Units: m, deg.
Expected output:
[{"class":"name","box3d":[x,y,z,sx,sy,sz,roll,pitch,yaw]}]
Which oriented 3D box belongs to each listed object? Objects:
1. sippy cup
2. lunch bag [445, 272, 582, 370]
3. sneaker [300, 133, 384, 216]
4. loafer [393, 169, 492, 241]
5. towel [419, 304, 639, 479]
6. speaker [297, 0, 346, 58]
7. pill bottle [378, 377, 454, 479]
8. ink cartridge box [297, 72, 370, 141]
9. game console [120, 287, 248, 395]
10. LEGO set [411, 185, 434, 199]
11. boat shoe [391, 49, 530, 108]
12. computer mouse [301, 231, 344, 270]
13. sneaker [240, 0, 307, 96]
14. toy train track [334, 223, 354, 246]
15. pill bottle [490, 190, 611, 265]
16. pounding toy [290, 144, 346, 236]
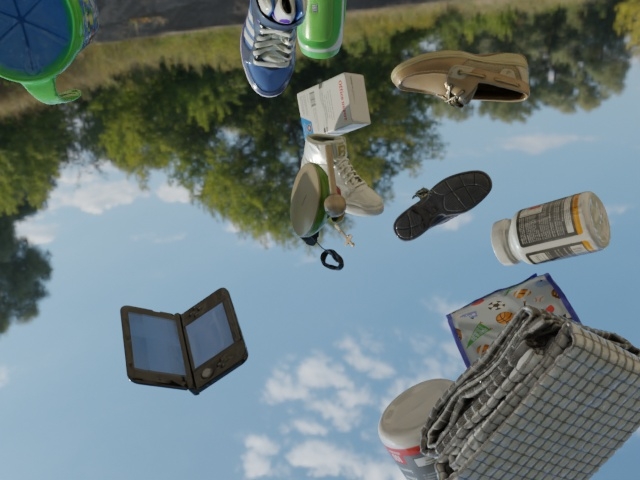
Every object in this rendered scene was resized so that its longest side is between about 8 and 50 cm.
[{"class":"sippy cup","box3d":[-0.557,-0.449,1.337,0.240,0.306,0.224,26,-159,-9]},{"class":"lunch bag","box3d":[0.544,0.296,1.783,0.327,0.239,0.386,-25,-131,8]},{"class":"sneaker","box3d":[0.058,-0.190,1.833,0.292,0.169,0.108,31,-138,29]},{"class":"loafer","box3d":[0.337,-0.100,1.846,0.302,0.109,0.095,-32,173,23]},{"class":"towel","box3d":[0.304,0.228,0.930,0.235,0.284,0.121,22,-158,-27]},{"class":"speaker","box3d":[0.001,-0.635,1.755,0.131,0.297,0.131,1,-135,-1]},{"class":"pill bottle","box3d":[0.299,0.506,1.478,0.210,0.363,0.210,-30,-168,7]},{"class":"ink cartridge box","box3d":[0.038,-0.382,1.937,0.085,0.148,0.203,-7,178,-44]},{"class":"game console","box3d":[-0.355,0.235,1.724,0.250,0.173,0.293,-34,-140,5]},{"class":"LEGO set","box3d":[0.247,-0.118,1.611,0.054,0.024,0.083,-24,-174,-12]},{"class":"boat shoe","box3d":[0.344,-0.387,1.629,0.340,0.110,0.122,-3,165,-3]},{"class":"computer mouse","box3d":[0.000,0.000,1.714,0.041,0.071,0.242,3,-147,-37]},{"class":"sneaker","box3d":[-0.103,-0.459,1.456,0.130,0.323,0.236,3,-159,-10]},{"class":"toy train track","box3d":[0.072,-0.016,1.913,0.014,0.048,0.083,-26,-111,-41]},{"class":"pill bottle","box3d":[0.613,-0.023,1.798,0.278,0.162,0.162,-17,-171,41]},{"class":"pounding toy","box3d":[0.019,-0.103,1.624,0.110,0.183,0.237,6,160,-24]}]
